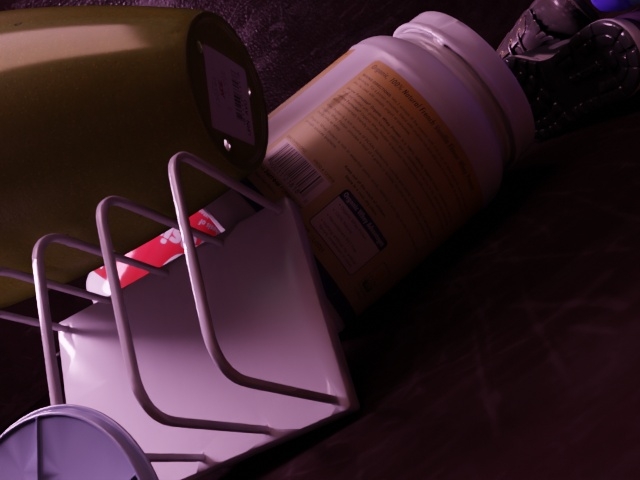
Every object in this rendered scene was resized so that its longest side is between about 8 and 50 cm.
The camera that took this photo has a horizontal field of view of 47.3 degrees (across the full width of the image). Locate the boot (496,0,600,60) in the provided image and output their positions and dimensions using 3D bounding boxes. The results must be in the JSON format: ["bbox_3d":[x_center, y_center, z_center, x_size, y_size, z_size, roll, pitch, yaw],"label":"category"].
[{"bbox_3d":[0.258,-0.231,1.019,0.229,0.091,0.263,-46,-3,2],"label":"boot"}]

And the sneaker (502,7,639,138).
[{"bbox_3d":[0.311,-0.193,0.834,0.124,0.107,0.283,-26,8,-14],"label":"sneaker"}]

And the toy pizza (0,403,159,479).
[{"bbox_3d":[-0.157,0.202,0.440,0.201,0.201,0.032,-36,-29,19],"label":"toy pizza"}]

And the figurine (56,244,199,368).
[{"bbox_3d":[-0.191,0.119,0.881,0.215,0.092,0.209,-42,-33,-16],"label":"figurine"}]

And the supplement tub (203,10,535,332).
[{"bbox_3d":[0.048,-0.073,0.787,0.316,0.228,0.228,-40,8,-7],"label":"supplement tub"}]

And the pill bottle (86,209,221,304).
[{"bbox_3d":[-0.285,0.042,1.365,0.407,0.229,0.229,-61,11,-6],"label":"pill bottle"}]

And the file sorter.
[{"bbox_3d":[-0.149,0.085,0.575,0.278,0.192,0.173,-28,-28,19],"label":"file sorter"}]

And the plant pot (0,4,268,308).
[{"bbox_3d":[-0.206,-0.097,0.653,0.294,0.274,0.275,-12,18,21],"label":"plant pot"}]

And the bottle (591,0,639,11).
[{"bbox_3d":[0.387,-0.283,0.653,0.283,0.092,0.118,-7,12,31],"label":"bottle"}]
